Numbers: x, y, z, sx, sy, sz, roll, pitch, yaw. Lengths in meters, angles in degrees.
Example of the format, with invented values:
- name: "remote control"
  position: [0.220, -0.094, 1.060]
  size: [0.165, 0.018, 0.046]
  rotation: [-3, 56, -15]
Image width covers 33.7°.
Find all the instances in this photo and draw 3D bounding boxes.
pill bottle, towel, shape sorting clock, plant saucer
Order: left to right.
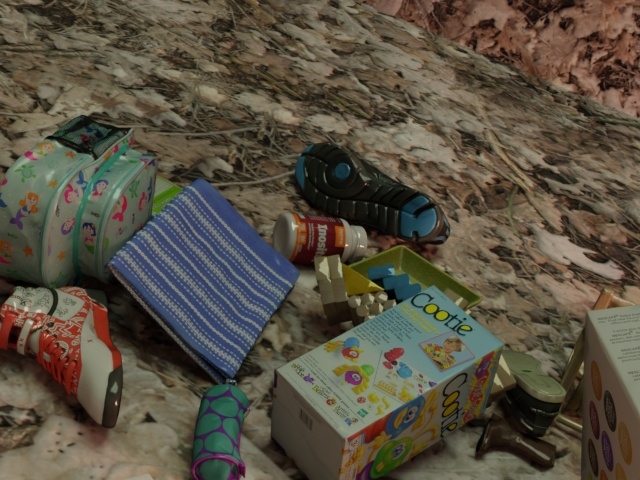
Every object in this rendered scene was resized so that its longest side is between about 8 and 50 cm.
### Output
- name: "shape sorting clock"
  position: [-0.307, -0.070, 1.811]
  size: [0.206, 0.040, 0.206]
  rotation: [17, 25, -8]
- name: "towel"
  position: [-0.162, 0.047, 1.594]
  size: [0.243, 0.040, 0.336]
  rotation: [47, 28, -7]
- name: "pill bottle"
  position: [0.000, 0.000, 1.831]
  size: [0.152, 0.086, 0.086]
  rotation: [5, 32, -25]
- name: "plant saucer"
  position: [0.154, 0.092, 1.808]
  size: [0.188, 0.045, 0.188]
  rotation: [34, 31, 26]

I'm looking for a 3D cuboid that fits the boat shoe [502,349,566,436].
- name: "boat shoe"
  position: [0.309, 0.227, 1.640]
  size: [0.084, 0.079, 0.233]
  rotation: [6, 14, -9]

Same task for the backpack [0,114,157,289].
- name: "backpack"
  position: [-0.360, -0.041, 1.539]
  size: [0.191, 0.225, 0.253]
  rotation: [22, 32, 15]

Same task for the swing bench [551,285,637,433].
- name: "swing bench"
  position: [0.522, 0.229, 1.681]
  size: [0.253, 0.165, 0.255]
  rotation: [26, 23, 13]

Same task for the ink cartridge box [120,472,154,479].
- name: "ink cartridge box"
  position: [-0.225, 0.303, 1.217]
  size: [0.083, 0.028, 0.048]
  rotation: [-8, 39, -41]

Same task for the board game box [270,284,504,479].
- name: "board game box"
  position: [0.087, 0.200, 1.399]
  size: [0.275, 0.142, 0.144]
  rotation: [-25, 49, -30]

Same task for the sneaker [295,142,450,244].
- name: "sneaker"
  position: [0.096, -0.076, 2.033]
  size: [0.341, 0.125, 0.139]
  rotation: [32, 3, 27]

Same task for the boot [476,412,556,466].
- name: "boot"
  position: [0.288, 0.303, 1.533]
  size: [0.114, 0.037, 0.106]
  rotation: [30, 28, 11]

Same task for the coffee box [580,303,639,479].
- name: "coffee box"
  position: [0.528, 0.288, 1.287]
  size: [0.338, 0.337, 0.334]
  rotation: [-7, 32, -1]

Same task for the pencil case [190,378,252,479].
- name: "pencil case"
  position: [-0.125, 0.247, 1.341]
  size: [0.070, 0.064, 0.151]
  rotation: [1, 30, 0]

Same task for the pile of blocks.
- name: "pile of blocks"
  position: [0.142, 0.140, 1.629]
  size: [0.362, 0.112, 0.149]
  rotation: [38, 73, 23]

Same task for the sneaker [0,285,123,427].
- name: "sneaker"
  position: [-0.341, 0.147, 1.360]
  size: [0.145, 0.090, 0.270]
  rotation: [6, 28, -22]
